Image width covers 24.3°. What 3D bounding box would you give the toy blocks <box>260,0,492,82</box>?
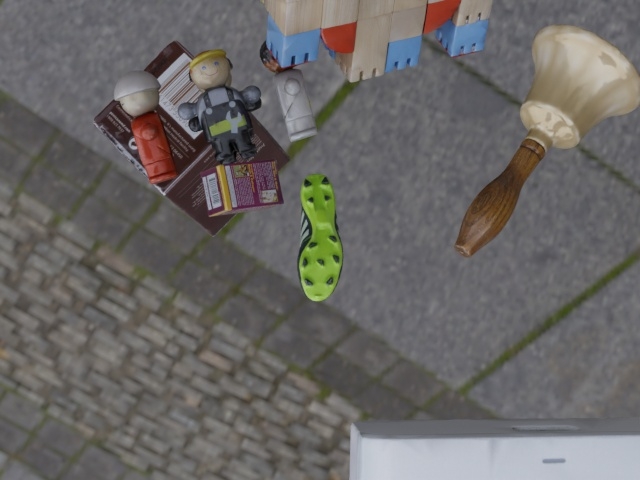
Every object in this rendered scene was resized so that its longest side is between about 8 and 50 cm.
[{"bbox_3d":[0.068,-0.314,1.799,0.381,0.190,0.261,-15,139,-20],"label":"toy blocks"}]

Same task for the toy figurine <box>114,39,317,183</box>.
[{"bbox_3d":[-0.126,-0.172,1.854,0.210,0.213,0.148,-16,92,46],"label":"toy figurine"}]

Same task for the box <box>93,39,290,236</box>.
[{"bbox_3d":[-0.179,-0.142,2.106,0.168,0.167,0.203,44,179,24],"label":"box"}]

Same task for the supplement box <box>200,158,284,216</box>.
[{"bbox_3d":[-0.090,-0.061,1.717,0.043,0.083,0.055,-17,82,53],"label":"supplement box"}]

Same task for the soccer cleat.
[{"bbox_3d":[0.000,0.000,1.950,0.060,0.178,0.072,-1,159,2],"label":"soccer cleat"}]

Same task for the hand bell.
[{"bbox_3d":[0.200,-0.082,1.446,0.126,0.242,0.126,32,160,14],"label":"hand bell"}]

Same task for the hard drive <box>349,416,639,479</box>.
[{"bbox_3d":[0.129,0.287,0.916,0.233,0.047,0.353,0,97,-10],"label":"hard drive"}]
